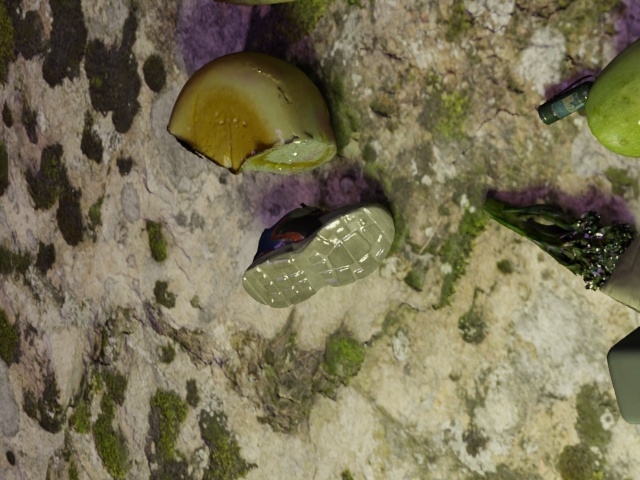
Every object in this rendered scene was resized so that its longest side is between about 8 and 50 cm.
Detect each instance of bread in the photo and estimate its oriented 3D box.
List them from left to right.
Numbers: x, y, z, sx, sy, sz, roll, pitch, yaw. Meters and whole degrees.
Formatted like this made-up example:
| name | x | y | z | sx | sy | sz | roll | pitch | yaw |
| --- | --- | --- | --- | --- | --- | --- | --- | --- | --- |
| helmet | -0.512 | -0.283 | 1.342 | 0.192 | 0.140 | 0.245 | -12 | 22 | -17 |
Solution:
| name | x | y | z | sx | sy | sz | roll | pitch | yaw |
| --- | --- | --- | --- | --- | --- | --- | --- | --- | --- |
| bread | -0.074 | -0.168 | 1.432 | 0.260 | 0.158 | 0.156 | 32 | 111 | 34 |

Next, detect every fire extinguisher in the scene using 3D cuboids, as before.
| name | x | y | z | sx | sy | sz | roll | pitch | yaw |
| --- | --- | --- | --- | --- | --- | --- | --- | --- | --- |
| fire extinguisher | 0.275 | -0.156 | 1.178 | 0.083 | 0.025 | 0.038 | -26 | 60 | 45 |

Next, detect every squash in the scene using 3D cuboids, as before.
| name | x | y | z | sx | sy | sz | roll | pitch | yaw |
| --- | --- | --- | --- | --- | --- | --- | --- | --- | --- |
| squash | 0.400 | -0.190 | 0.989 | 0.370 | 0.118 | 0.118 | -35 | 76 | 39 |

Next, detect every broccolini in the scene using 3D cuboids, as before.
| name | x | y | z | sx | sy | sz | roll | pitch | yaw |
| --- | --- | --- | --- | --- | --- | --- | --- | --- | --- |
| broccolini | 0.255 | 0.001 | 1.212 | 0.202 | 0.068 | 0.091 | 17 | 132 | 41 |

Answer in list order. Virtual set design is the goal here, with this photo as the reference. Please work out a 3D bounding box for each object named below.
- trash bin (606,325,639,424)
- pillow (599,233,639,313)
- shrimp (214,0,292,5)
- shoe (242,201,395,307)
| name | x | y | z | sx | sy | sz | roll | pitch | yaw |
| --- | --- | --- | --- | --- | --- | --- | --- | --- | --- |
| trash bin | 0.411 | 0.110 | 1.014 | 0.236 | 0.176 | 0.101 | -8 | 103 | 48 |
| pillow | 0.372 | -0.014 | 1.007 | 0.230 | 0.050 | 0.148 | -50 | 38 | -4 |
| shrimp | -0.081 | -0.376 | 1.436 | 0.267 | 0.061 | 0.145 | -6 | 88 | 48 |
| shoe | -0.001 | 0.000 | 1.452 | 0.227 | 0.125 | 0.099 | -26 | 120 | 21 |
